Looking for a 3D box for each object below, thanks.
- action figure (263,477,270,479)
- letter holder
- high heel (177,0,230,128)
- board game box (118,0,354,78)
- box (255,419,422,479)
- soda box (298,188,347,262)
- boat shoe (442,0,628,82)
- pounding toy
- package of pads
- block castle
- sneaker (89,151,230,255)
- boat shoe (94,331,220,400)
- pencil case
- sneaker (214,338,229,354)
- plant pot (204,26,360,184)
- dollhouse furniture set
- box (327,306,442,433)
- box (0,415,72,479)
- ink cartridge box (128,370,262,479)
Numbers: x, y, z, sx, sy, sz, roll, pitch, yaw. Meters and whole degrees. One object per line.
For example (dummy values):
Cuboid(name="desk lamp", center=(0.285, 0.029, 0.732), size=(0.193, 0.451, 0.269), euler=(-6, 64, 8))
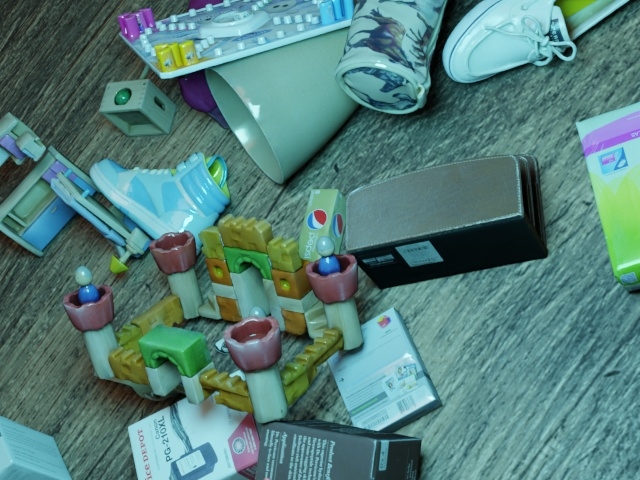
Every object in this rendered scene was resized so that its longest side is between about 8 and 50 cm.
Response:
Cuboid(name="action figure", center=(-0.097, 0.406, 1.561), size=(0.038, 0.030, 0.115), euler=(22, 93, 35))
Cuboid(name="letter holder", center=(0.208, -0.068, 1.772), size=(0.302, 0.152, 0.214), euler=(-12, 59, 22))
Cuboid(name="high heel", center=(-0.245, -0.418, 2.166), size=(0.127, 0.181, 0.377), euler=(-27, 56, 14))
Cuboid(name="board game box", center=(-0.170, -0.430, 2.024), size=(0.390, 0.050, 0.390), euler=(-20, 28, -14))
Cuboid(name="box", center=(0.024, 0.371, 1.612), size=(0.203, 0.167, 0.168), euler=(5, 84, 29))
Cuboid(name="soda box", center=(0.000, 0.000, 1.899), size=(0.058, 0.061, 0.181), euler=(2, 67, 28))
Cuboid(name="boat shoe", center=(0.394, -0.370, 1.830), size=(0.367, 0.136, 0.156), euler=(-29, 38, 4))
Cuboid(name="pounding toy", center=(-0.379, -0.297, 2.201), size=(0.130, 0.141, 0.100), euler=(-1, 65, 27))
Cuboid(name="package of pads", center=(0.546, -0.085, 1.632), size=(0.229, 0.101, 0.296), euler=(-17, 59, 21))
Cuboid(name="block castle", center=(-0.175, 0.105, 1.749), size=(0.453, 0.213, 0.303), euler=(8, 31, 37))
Cuboid(name="sneaker", center=(-0.302, -0.116, 2.083), size=(0.319, 0.127, 0.208), euler=(38, 88, 26))
Cuboid(name="boat shoe", center=(-0.300, 0.244, 1.923), size=(0.302, 0.109, 0.094), euler=(14, 88, 42))
Cuboid(name="pencil case", center=(0.154, -0.412, 1.875), size=(0.183, 0.160, 0.410), euler=(4, 60, 24))
Cuboid(name="sneaker", center=(-0.161, 0.190, 1.903), size=(0.083, 0.037, 0.032), euler=(5, 70, 31))
Cuboid(name="plant pot", center=(-0.032, -0.286, 1.971), size=(0.274, 0.256, 0.256), euler=(-34, 53, -10))
Cuboid(name="dollhouse furniture set", center=(-0.533, -0.049, 2.067), size=(0.198, 0.286, 0.303), euler=(-49, 42, -2))
Cuboid(name="box", center=(0.100, 0.225, 1.747), size=(0.145, 0.038, 0.186), euler=(-32, 56, 11))
Cuboid(name="box", center=(-0.586, 0.434, 1.913), size=(0.181, 0.182, 0.119), euler=(-41, 54, 4))
Cuboid(name="ink cartridge box", center=(-0.196, 0.358, 1.796), size=(0.237, 0.100, 0.172), euler=(-28, 55, 13))
